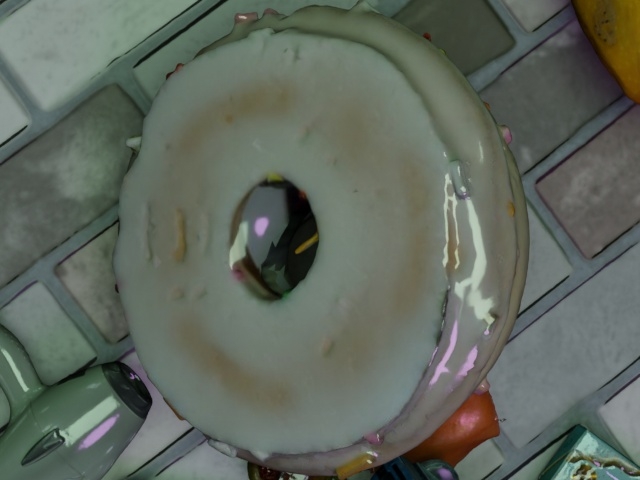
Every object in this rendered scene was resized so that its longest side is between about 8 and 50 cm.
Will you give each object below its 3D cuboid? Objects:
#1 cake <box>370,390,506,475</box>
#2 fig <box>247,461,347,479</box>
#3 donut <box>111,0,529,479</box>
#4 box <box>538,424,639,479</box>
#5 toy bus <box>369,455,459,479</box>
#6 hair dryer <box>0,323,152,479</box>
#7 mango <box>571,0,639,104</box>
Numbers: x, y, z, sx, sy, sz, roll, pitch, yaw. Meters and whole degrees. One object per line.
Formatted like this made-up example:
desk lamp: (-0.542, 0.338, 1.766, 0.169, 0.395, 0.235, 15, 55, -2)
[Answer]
cake: (0.085, 0.084, 1.341, 0.135, 0.098, 0.287, -4, 96, -14)
fig: (-0.018, 0.195, 1.344, 0.084, 0.098, 0.082, 45, 108, 25)
donut: (0.000, 0.000, 1.241, 0.382, 0.142, 0.383, -1, 88, 32)
box: (0.233, 0.306, 1.386, 0.162, 0.041, 0.229, 36, 86, -6)
toy bus: (0.126, 0.296, 1.278, 0.246, 0.113, 0.134, 41, 93, -16)
hair dryer: (-0.305, 0.148, 1.317, 0.267, 0.092, 0.229, 34, 92, 8)
mango: (0.296, -0.285, 1.348, 0.187, 0.144, 0.359, -6, 85, -19)
